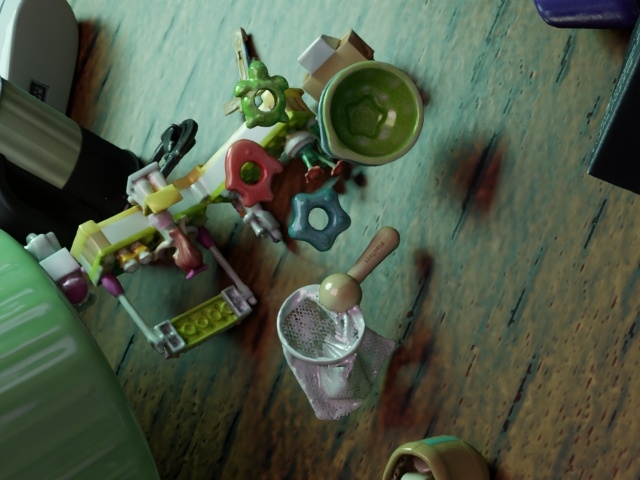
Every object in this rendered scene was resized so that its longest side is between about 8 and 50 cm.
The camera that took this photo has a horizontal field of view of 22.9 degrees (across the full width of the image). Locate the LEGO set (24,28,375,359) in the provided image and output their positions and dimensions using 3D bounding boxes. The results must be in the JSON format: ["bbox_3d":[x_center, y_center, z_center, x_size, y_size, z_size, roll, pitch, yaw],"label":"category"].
[{"bbox_3d":[-0.060,-0.017,1.085,0.287,0.132,0.107,-35,74,-11],"label":"LEGO set"}]

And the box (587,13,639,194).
[{"bbox_3d":[0.220,-0.117,0.839,0.093,0.158,0.156,22,132,6],"label":"box"}]

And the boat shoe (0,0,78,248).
[{"bbox_3d":[-0.265,-0.073,1.242,0.088,0.096,0.267,-3,74,38],"label":"boat shoe"}]

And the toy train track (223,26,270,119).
[{"bbox_3d":[-0.052,-0.119,1.162,0.048,0.014,0.083,-31,56,32],"label":"toy train track"}]

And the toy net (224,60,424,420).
[{"bbox_3d":[0.000,0.000,1.019,0.045,0.122,0.232,170,102,-74],"label":"toy net"}]

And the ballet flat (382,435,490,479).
[{"bbox_3d":[0.041,0.230,0.962,0.080,0.073,0.232,8,81,36],"label":"ballet flat"}]

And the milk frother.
[{"bbox_3d":[-0.181,-0.070,1.140,0.143,0.135,0.129,-49,38,13],"label":"milk frother"}]

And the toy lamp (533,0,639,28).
[{"bbox_3d":[0.256,-0.181,0.933,0.275,0.080,0.080,-12,70,29],"label":"toy lamp"}]

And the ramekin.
[{"bbox_3d":[-0.230,0.133,1.040,0.148,0.303,0.303,-29,51,-25],"label":"ramekin"}]
